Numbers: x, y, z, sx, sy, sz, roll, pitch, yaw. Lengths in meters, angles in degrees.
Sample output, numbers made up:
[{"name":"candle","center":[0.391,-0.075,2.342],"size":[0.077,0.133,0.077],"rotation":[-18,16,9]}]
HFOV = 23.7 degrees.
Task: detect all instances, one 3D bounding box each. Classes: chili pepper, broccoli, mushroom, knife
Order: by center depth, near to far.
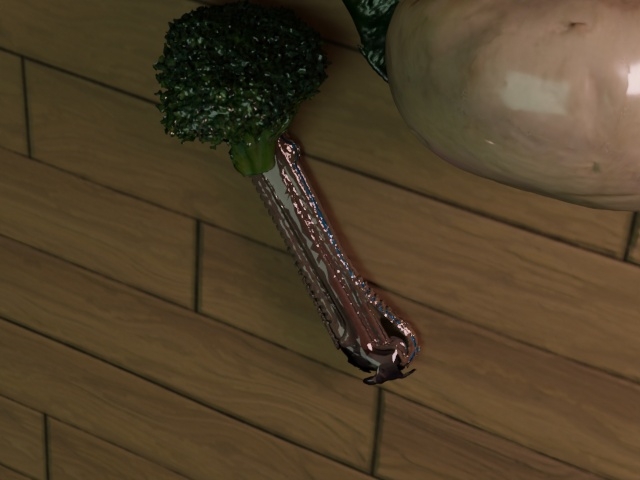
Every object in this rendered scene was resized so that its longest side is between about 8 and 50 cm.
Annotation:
[{"name":"mushroom","center":[0.209,-0.154,1.267],"size":[0.315,0.315,0.356],"rotation":[24,150,18]},{"name":"chili pepper","center":[0.087,-0.212,1.488],"size":[0.216,0.062,0.108],"rotation":[47,127,-2]},{"name":"broccoli","center":[-0.084,-0.146,1.574],"size":[0.220,0.194,0.194],"rotation":[56,144,37]},{"name":"knife","center":[0.000,-0.001,1.702],"size":[0.089,0.043,0.365],"rotation":[-27,102,8]}]
